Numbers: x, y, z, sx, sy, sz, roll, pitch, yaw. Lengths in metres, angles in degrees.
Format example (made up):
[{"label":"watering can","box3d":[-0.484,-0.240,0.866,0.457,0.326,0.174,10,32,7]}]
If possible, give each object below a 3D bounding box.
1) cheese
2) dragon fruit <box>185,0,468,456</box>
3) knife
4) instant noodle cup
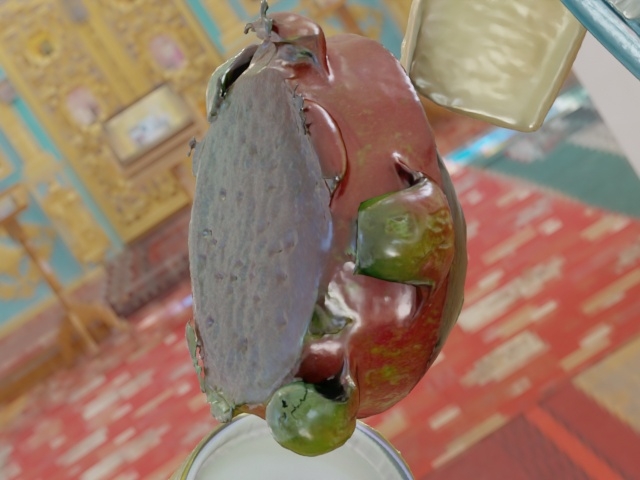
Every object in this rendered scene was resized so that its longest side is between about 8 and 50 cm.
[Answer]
[{"label":"cheese","box3d":[0.147,-0.215,1.258,0.242,0.124,0.265,-63,2,12]},{"label":"dragon fruit","box3d":[0.000,0.000,1.113,0.130,0.295,0.268,6,-27,-30]},{"label":"knife","box3d":[0.203,-0.136,1.081,0.064,0.222,0.031,-44,9,8]},{"label":"instant noodle cup","box3d":[-0.043,0.321,1.767,0.325,0.325,0.254,-38,-15,-30]}]
